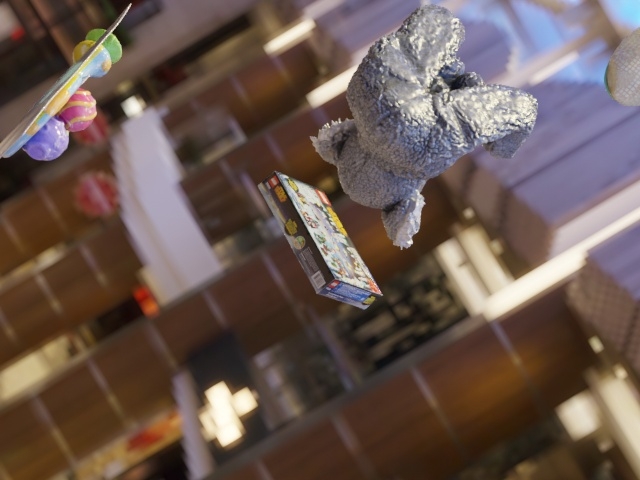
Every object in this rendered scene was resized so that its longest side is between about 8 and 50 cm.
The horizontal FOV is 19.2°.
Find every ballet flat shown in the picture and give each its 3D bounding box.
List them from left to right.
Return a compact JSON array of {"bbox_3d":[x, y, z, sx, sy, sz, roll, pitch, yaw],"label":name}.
[{"bbox_3d":[0.282,-0.151,1.441,0.052,0.168,0.057,-11,-74,51],"label":"ballet flat"}]

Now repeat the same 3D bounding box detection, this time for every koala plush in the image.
[{"bbox_3d":[0.087,-0.113,2.112,0.196,0.203,0.221,49,-42,11],"label":"koala plush"}]

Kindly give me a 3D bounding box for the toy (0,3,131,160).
[{"bbox_3d":[-0.259,-0.128,1.890,0.056,0.137,0.237,40,44,-13],"label":"toy"}]

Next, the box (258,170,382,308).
[{"bbox_3d":[0.000,0.000,1.863,0.094,0.027,0.137,21,35,-57],"label":"box"}]
